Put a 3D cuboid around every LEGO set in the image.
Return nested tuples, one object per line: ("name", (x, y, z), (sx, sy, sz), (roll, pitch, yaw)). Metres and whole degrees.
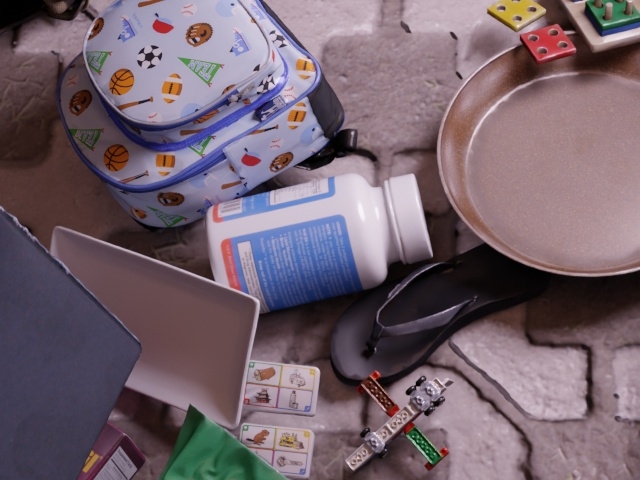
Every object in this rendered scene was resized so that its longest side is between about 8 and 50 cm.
("LEGO set", (0.038, 0.221, 1.881), (0.244, 0.060, 0.182), (4, 82, 14))

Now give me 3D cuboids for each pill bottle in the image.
("pill bottle", (0.000, 0.000, 1.947), (0.221, 0.124, 0.124), (-12, 62, 6))

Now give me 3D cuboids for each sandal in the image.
("sandal", (0.116, 0.060, 1.932), (0.254, 0.054, 0.097), (-30, 62, -4))

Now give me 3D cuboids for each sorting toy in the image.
("sorting toy", (0.322, -0.272, 2.029), (0.274, 0.046, 0.132), (-15, 48, -11))

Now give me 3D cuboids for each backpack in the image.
("backpack", (-0.142, -0.151, 1.997), (0.263, 0.213, 0.276), (-39, 54, 3))

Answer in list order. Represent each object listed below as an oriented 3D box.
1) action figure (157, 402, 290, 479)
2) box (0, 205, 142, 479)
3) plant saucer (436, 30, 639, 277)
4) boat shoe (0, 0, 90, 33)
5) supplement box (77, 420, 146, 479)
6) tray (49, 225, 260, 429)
("action figure", (-0.144, 0.295, 1.856), (0.137, 0.063, 0.232), (36, 87, 23))
("box", (-0.513, 0.194, 1.801), (0.471, 0.297, 0.480), (11, 66, 35))
("plant saucer", (0.278, -0.085, 1.959), (0.310, 0.050, 0.311), (-3, 59, 4))
("boat shoe", (-0.311, -0.317, 2.181), (0.355, 0.132, 0.130), (-25, 71, 8))
("supplement box", (-0.281, 0.256, 1.900), (0.104, 0.081, 0.188), (31, 73, 24))
("tray", (-0.178, 0.087, 1.946), (0.270, 0.030, 0.145), (19, 106, 29))
